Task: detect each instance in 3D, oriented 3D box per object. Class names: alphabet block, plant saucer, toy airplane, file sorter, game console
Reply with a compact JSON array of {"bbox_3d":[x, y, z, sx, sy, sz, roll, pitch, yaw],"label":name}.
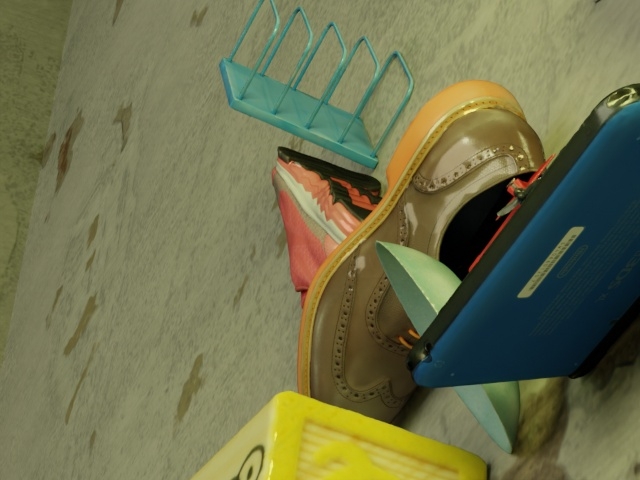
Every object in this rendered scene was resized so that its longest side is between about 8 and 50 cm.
[{"bbox_3d":[-0.001,0.261,1.576,0.197,0.193,0.192,-46,31,52],"label":"alphabet block"},{"bbox_3d":[0.109,0.074,1.545,0.037,0.195,0.195,-32,19,-4],"label":"plant saucer"},{"bbox_3d":[0.158,-0.037,1.507,0.151,0.028,0.151,-47,-7,-8],"label":"toy airplane"},{"bbox_3d":[-0.004,-0.171,2.082,0.104,0.170,0.118,-61,20,19],"label":"file sorter"},{"bbox_3d":[0.189,-0.051,1.403,0.293,0.250,0.173,-56,49,37],"label":"game console"}]

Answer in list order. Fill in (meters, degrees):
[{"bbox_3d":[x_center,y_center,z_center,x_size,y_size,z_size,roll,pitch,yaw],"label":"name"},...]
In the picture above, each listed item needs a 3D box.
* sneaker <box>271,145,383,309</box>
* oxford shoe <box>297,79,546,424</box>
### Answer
[{"bbox_3d":[0.000,0.000,1.979,0.314,0.116,0.136,-128,58,-69],"label":"sneaker"},{"bbox_3d":[0.081,0.047,1.680,0.363,0.130,0.133,-67,30,28],"label":"oxford shoe"}]
